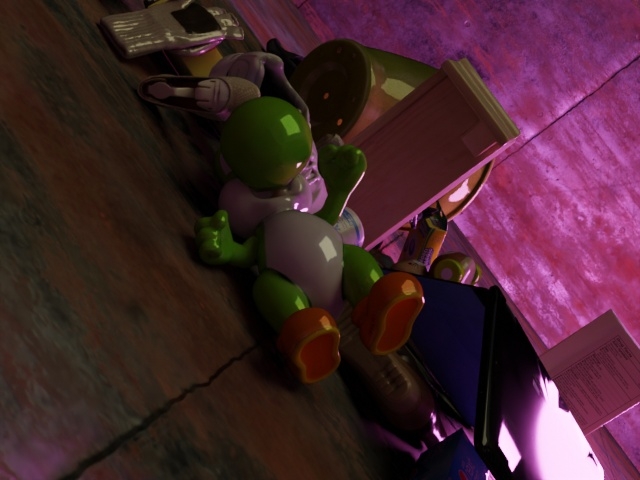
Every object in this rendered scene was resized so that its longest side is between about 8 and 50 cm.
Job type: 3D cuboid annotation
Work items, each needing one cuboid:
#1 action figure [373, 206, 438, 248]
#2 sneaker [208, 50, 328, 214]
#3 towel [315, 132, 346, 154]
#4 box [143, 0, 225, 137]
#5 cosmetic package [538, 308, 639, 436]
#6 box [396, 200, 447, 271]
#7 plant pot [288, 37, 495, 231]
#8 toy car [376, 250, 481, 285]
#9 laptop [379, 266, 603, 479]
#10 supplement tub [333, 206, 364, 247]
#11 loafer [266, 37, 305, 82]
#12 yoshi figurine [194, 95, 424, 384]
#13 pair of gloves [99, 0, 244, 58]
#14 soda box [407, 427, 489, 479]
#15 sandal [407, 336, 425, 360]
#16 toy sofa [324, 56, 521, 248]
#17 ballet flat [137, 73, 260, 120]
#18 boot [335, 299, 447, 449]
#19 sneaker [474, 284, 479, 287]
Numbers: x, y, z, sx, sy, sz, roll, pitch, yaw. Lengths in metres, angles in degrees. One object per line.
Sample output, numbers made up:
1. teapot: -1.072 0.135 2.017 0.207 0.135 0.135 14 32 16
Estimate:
1. action figure: 0.120 -0.078 1.535 0.275 0.164 0.141 -31 127 -60
2. sneaker: -0.052 -0.124 1.137 0.118 0.110 0.292 -3 -62 53
3. towel: 0.007 -0.110 1.377 0.110 0.148 0.027 47 43 -16
4. box: -0.182 -0.264 1.237 0.232 0.058 0.087 57 -14 14
5. cosmetic package: 0.509 0.296 1.658 0.160 0.309 0.113 53 14 -4
6. box: 0.206 0.010 1.664 0.043 0.179 0.105 14 26 -13
7. plant pot: 0.116 -0.237 1.703 0.353 0.366 0.366 20 34 -44
8. toy car: 0.182 0.064 1.543 0.188 0.149 0.155 28 10 23
9. laptop: 0.212 0.263 1.133 0.382 0.236 0.408 55 31 -26
10. supplement tub: 0.000 0.000 1.118 0.107 0.071 0.071 -25 76 -36
11. loafer: -0.068 -0.422 2.003 0.076 0.078 0.223 36 22 -52
12. yoshi figurine: -0.036 -0.033 0.945 0.203 0.203 0.362 24 25 -47
13. pair of gloves: -0.239 -0.358 1.169 0.204 0.042 0.240 -13 62 -39
14. soda box: 0.150 0.296 0.986 0.067 0.071 0.210 56 14 7
15. sandal: 0.252 0.205 1.407 0.303 0.120 0.086 53 -10 -5
16. toy sofa: 0.116 -0.111 1.266 0.150 0.362 0.177 54 21 4
17. ballet flat: -0.158 -0.182 1.039 0.052 0.168 0.057 -10 105 -64
18. boot: 0.082 0.165 1.127 0.248 0.090 0.207 60 2 36
19. sneaker: 0.347 0.146 1.962 0.111 0.103 0.252 33 18 -45
